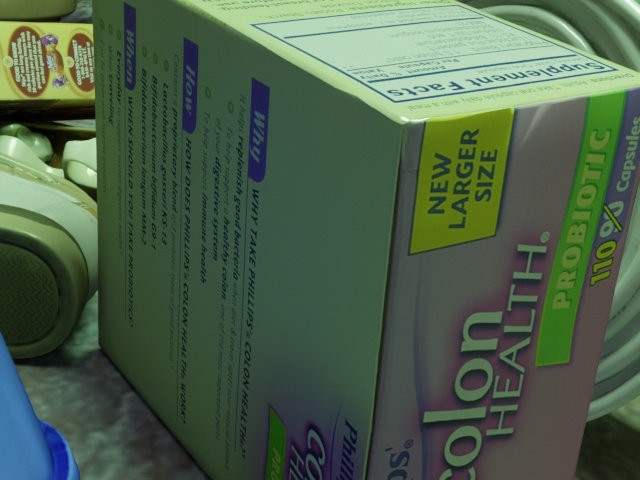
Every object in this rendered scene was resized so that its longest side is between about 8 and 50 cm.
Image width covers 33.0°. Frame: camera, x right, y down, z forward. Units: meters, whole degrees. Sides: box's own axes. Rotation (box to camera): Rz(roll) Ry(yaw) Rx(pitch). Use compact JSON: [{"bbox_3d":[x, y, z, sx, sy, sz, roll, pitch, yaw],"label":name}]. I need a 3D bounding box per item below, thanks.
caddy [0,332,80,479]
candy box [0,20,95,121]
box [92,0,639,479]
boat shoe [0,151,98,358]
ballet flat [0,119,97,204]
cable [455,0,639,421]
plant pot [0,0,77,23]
[{"bbox_3d":[-0.225,0.098,0.286,0.241,0.179,0.341,-5,17,34],"label":"caddy"},{"bbox_3d":[-0.195,-0.105,0.691,0.186,0.053,0.109,-10,4,-43],"label":"candy box"},{"bbox_3d":[0.000,0.000,0.478,0.117,0.214,0.243,-12,30,-31],"label":"box"},{"bbox_3d":[-0.266,-0.015,0.595,0.302,0.113,0.103,16,25,-1],"label":"boat shoe"},{"bbox_3d":[-0.159,-0.046,0.666,0.232,0.080,0.073,2,-19,11],"label":"ballet flat"},{"bbox_3d":[0.103,-0.040,0.544,0.257,0.257,0.089,23,21,37],"label":"cable"},{"bbox_3d":[-0.323,-0.178,0.896,0.237,0.110,0.237,6,18,-2],"label":"plant pot"}]
